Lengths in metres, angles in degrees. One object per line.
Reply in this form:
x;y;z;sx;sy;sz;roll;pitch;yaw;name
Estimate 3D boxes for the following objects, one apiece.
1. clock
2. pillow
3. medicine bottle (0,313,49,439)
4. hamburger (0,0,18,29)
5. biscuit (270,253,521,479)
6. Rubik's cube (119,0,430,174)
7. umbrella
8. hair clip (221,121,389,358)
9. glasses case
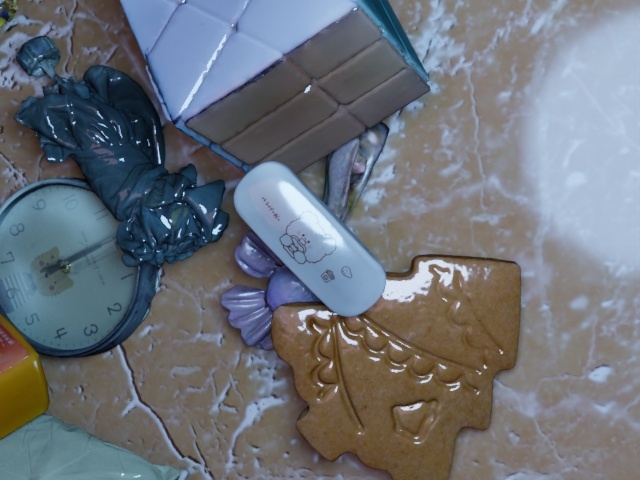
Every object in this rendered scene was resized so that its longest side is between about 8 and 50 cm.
-0.311;0.034;1.430;0.226;0.049;0.226;1;92;17;clock
-0.346;0.306;1.333;0.280;0.274;0.076;17;131;24;pillow
-0.448;0.182;1.361;0.149;0.222;0.112;36;143;33;medicine bottle
-0.469;-0.314;1.429;0.191;0.118;0.182;-32;80;11;hamburger
0.102;0.127;1.290;0.306;0.043;0.284;-43;96;7;biscuit
-0.051;-0.226;1.231;0.221;0.224;0.231;-31;65;15;Rubik's cube
-0.251;-0.117;1.376;0.349;0.143;0.094;52;143;18;umbrella
-0.001;-0.001;1.330;0.173;0.069;0.300;21;96;7;hair clip
-0.010;-0.001;1.237;0.074;0.049;0.193;-43;96;7;glasses case
